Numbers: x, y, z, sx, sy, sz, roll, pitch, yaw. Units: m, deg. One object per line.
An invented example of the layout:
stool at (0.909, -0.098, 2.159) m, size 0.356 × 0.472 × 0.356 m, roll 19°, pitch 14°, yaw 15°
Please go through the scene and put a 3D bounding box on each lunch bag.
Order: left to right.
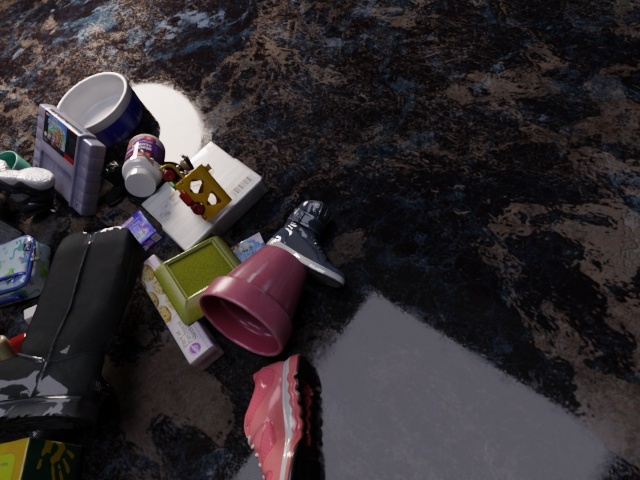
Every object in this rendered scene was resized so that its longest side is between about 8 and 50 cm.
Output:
lunch bag at (-0.871, 0.093, 1.256) m, size 0.219 × 0.090 × 0.176 m, roll -15°, pitch 60°, yaw 9°

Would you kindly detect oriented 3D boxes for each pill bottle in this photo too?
pill bottle at (-0.504, -0.212, 1.288) m, size 0.108 × 0.108 × 0.193 m, roll -20°, pitch 43°, yaw 4°

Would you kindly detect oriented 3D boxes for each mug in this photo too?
mug at (-1.011, -0.219, 1.473) m, size 0.129 × 0.097 × 0.158 m, roll -32°, pitch 56°, yaw -3°

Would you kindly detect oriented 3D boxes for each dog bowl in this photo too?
dog bowl at (-0.739, -0.433, 1.513) m, size 0.264 × 0.104 × 0.265 m, roll -7°, pitch 59°, yaw 12°

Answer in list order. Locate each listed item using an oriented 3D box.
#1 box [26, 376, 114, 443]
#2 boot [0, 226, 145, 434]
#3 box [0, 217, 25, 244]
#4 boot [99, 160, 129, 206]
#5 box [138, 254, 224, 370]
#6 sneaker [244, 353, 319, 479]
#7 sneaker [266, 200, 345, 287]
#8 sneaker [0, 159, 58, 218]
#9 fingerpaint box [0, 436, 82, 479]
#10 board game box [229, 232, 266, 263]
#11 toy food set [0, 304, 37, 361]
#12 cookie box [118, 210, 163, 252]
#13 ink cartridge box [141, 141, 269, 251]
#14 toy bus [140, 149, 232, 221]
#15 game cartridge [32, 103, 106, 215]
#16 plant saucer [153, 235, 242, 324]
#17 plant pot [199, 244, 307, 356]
box at (-0.588, 0.346, 1.020) m, size 0.156 × 0.093 × 0.158 m, roll 32°, pitch 75°, yaw 29°
boot at (-0.615, 0.173, 0.986) m, size 0.367 × 0.146 × 0.445 m, roll 0°, pitch 55°, yaw -4°
box at (-1.102, -0.085, 1.246) m, size 0.318 × 0.395 × 0.097 m, roll 1°, pitch 63°, yaw 18°
boot at (-0.605, -0.168, 1.320) m, size 0.121 × 0.099 × 0.045 m, roll -42°, pitch 57°, yaw -10°
box at (-0.341, 0.162, 1.070) m, size 0.067 × 0.063 × 0.324 m, roll -39°, pitch 57°, yaw -8°
sneaker at (-0.082, 0.380, 0.855) m, size 0.136 × 0.116 × 0.314 m, roll -15°, pitch 50°, yaw 20°
sneaker at (-0.001, -0.001, 1.050) m, size 0.226 × 0.086 × 0.163 m, roll 30°, pitch 76°, yaw 30°
sneaker at (-0.926, -0.148, 1.351) m, size 0.268 × 0.153 × 0.101 m, roll 9°, pitch 38°, yaw -1°
fingerpaint box at (-0.721, 0.617, 0.859) m, size 0.444 × 0.163 × 0.371 m, roll -15°, pitch 57°, yaw 8°
board game box at (-0.174, 0.037, 1.119) m, size 0.090 × 0.020 × 0.090 m, roll -28°, pitch 57°, yaw -1°
toy food set at (-0.722, 0.246, 1.136) m, size 0.232 × 0.104 × 0.111 m, roll -26°, pitch 41°, yaw -21°
cookie box at (-0.498, -0.018, 1.236) m, size 0.092 × 0.040 × 0.107 m, roll -42°, pitch 58°, yaw -9°
ink cartridge box at (-0.317, -0.116, 1.229) m, size 0.275 × 0.060 × 0.239 m, roll -46°, pitch 58°, yaw -11°
toy bus at (-0.305, -0.143, 1.092) m, size 0.104 × 0.202 × 0.191 m, roll -41°, pitch 63°, yaw -9°
game cartridge at (-0.776, -0.255, 1.373) m, size 0.355 × 0.068 × 0.230 m, roll 33°, pitch 119°, yaw 30°
plant saucer at (-0.278, 0.076, 1.060) m, size 0.188 × 0.045 × 0.188 m, roll -31°, pitch 55°, yaw -20°
plant pot at (-0.126, 0.117, 0.969) m, size 0.201 × 0.201 × 0.180 m, roll 15°, pitch 51°, yaw 24°
